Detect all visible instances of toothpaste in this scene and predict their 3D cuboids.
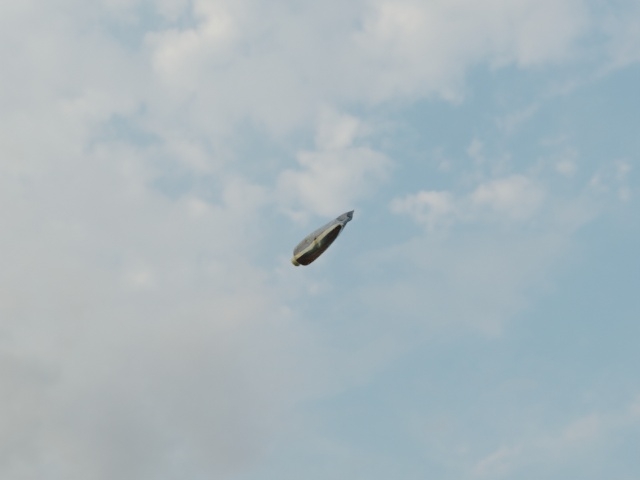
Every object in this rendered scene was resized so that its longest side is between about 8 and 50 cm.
[{"bbox_3d":[0.000,0.000,0.656,0.019,0.027,0.083,47,-44,-3],"label":"toothpaste"}]
